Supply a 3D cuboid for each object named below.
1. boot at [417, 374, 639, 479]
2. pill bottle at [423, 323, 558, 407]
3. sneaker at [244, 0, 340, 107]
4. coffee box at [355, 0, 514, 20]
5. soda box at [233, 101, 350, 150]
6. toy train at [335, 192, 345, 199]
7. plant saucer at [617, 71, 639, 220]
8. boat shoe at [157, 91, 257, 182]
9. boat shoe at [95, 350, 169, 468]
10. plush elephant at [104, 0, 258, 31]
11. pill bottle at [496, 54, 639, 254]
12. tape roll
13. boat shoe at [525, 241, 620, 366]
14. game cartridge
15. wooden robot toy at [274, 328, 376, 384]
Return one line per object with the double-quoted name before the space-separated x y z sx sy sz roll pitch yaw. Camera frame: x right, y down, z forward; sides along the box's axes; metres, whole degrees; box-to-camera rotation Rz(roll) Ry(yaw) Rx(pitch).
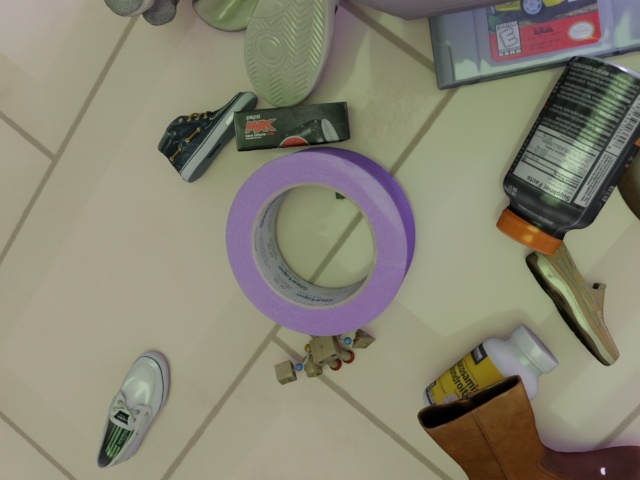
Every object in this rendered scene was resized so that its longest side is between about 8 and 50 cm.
"boot" 0.306 0.276 0.785 0.264 0.096 0.280 -22 115 19
"pill bottle" 0.248 0.208 0.836 0.184 0.103 0.103 -44 86 15
"sneaker" -0.012 -0.357 0.807 0.131 0.148 0.350 26 134 6
"coffee box" 0.170 -0.436 0.562 0.337 0.338 0.334 0 102 28
"soda box" -0.044 -0.169 0.855 0.168 0.053 0.060 -7 97 -7
"toy train" 0.062 -0.075 0.886 0.083 0.023 0.017 -8 96 16
"plant saucer" 0.550 -0.130 0.743 0.310 0.050 0.311 2 99 14
"boat shoe" -0.185 -0.184 0.913 0.083 0.065 0.183 45 106 3
"boat shoe" -0.333 0.307 1.013 0.083 0.076 0.226 22 102 10
"plush elephant" -0.174 -0.438 0.791 0.255 0.330 0.272 -11 100 -8
"pill bottle" 0.329 -0.105 0.756 0.130 0.130 0.246 28 108 9
"tape roll" 0.000 0.000 0.863 0.274 0.090 0.275 5 106 16
"boat shoe" 0.374 0.085 0.810 0.072 0.068 0.190 -33 88 5
"game cartridge" 0.294 -0.332 0.779 0.294 0.060 0.196 -8 91 15
"wooden robot toy" 0.002 0.167 0.927 0.173 0.076 0.079 -31 54 16
